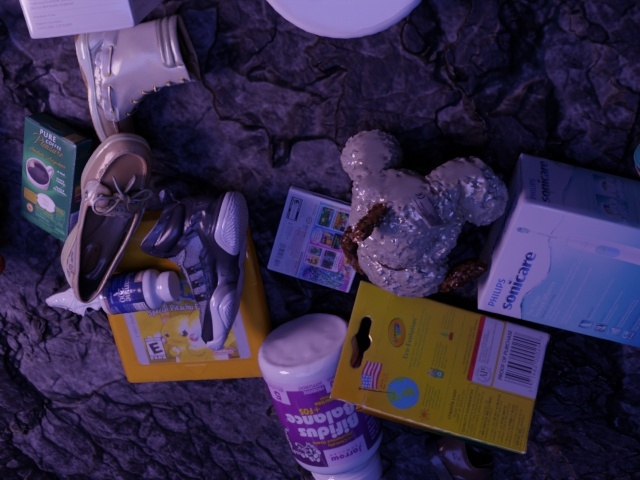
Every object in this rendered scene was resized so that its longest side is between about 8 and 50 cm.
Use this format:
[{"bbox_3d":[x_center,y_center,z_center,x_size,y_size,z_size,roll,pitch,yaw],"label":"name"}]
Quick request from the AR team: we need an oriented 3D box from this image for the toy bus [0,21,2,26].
[{"bbox_3d":[-0.579,-0.321,1.200,0.202,0.104,0.191,37,98,-13],"label":"toy bus"}]

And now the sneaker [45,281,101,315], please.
[{"bbox_3d":[-0.419,0.103,1.457,0.152,0.053,0.061,-15,110,47],"label":"sneaker"}]

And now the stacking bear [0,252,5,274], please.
[{"bbox_3d":[-0.602,-0.078,1.354,0.164,0.175,0.289,4,113,9],"label":"stacking bear"}]

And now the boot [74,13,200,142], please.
[{"bbox_3d":[-0.257,-0.223,1.261,0.165,0.077,0.213,-5,119,8],"label":"boot"}]

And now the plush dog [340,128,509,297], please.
[{"bbox_3d":[0.122,-0.005,1.238,0.262,0.211,0.225,18,143,27],"label":"plush dog"}]

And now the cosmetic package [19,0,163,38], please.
[{"bbox_3d":[-0.313,-0.384,1.129,0.151,0.151,0.184,-3,121,10],"label":"cosmetic package"}]

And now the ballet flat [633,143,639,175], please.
[{"bbox_3d":[0.569,-0.187,1.156,0.106,0.108,0.316,24,128,-29],"label":"ballet flat"}]

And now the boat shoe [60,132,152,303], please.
[{"bbox_3d":[-0.322,-0.031,1.310,0.104,0.089,0.285,7,125,-29],"label":"boat shoe"}]

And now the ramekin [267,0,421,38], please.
[{"bbox_3d":[0.033,-0.393,1.082,0.277,0.135,0.277,4,121,6],"label":"ramekin"}]

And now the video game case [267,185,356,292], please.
[{"bbox_3d":[0.000,0.000,1.383,0.143,0.019,0.157,17,120,-2],"label":"video game case"}]

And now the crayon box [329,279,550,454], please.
[{"bbox_3d":[0.187,0.203,1.370,0.318,0.202,0.081,17,165,-1],"label":"crayon box"}]

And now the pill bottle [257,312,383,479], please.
[{"bbox_3d":[0.012,0.290,1.462,0.169,0.169,0.302,-11,118,14],"label":"pill bottle"}]

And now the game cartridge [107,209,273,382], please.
[{"bbox_3d":[-0.236,0.099,1.456,0.285,0.053,0.324,-5,120,11],"label":"game cartridge"}]

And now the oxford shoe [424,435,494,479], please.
[{"bbox_3d":[0.285,0.438,1.559,0.096,0.083,0.227,-27,114,17],"label":"oxford shoe"}]

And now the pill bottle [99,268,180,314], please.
[{"bbox_3d":[-0.294,0.082,1.393,0.120,0.067,0.067,-9,118,13],"label":"pill bottle"}]

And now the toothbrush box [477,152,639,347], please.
[{"bbox_3d":[0.402,0.022,1.256,0.295,0.126,0.216,12,131,0],"label":"toothbrush box"}]

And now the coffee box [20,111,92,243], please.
[{"bbox_3d":[-0.421,-0.098,1.353,0.113,0.040,0.184,28,123,22],"label":"coffee box"}]

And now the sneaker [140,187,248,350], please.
[{"bbox_3d":[-0.200,0.041,1.342,0.153,0.101,0.269,9,113,4],"label":"sneaker"}]
